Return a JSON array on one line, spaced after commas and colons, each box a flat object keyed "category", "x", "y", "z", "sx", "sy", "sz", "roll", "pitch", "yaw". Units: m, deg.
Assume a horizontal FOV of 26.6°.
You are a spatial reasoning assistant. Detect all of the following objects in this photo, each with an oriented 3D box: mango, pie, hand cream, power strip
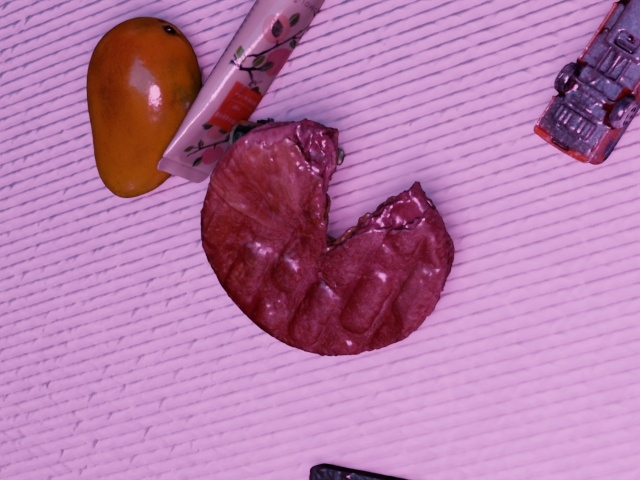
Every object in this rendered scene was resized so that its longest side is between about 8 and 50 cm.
[{"category": "mango", "x": -0.160, "y": -0.121, "z": 1.234, "sx": 0.111, "sy": 0.089, "sz": 0.163, "roll": -2, "pitch": 97, "yaw": 36}, {"category": "pie", "x": 0.000, "y": 0.000, "z": 1.142, "sx": 0.219, "sy": 0.054, "sz": 0.204, "roll": 45, "pitch": 123, "yaw": -3}, {"category": "hand cream", "x": -0.065, "y": -0.154, "z": 1.205, "sx": 0.050, "sy": 0.080, "sz": 0.234, "roll": 36, "pitch": 97, "yaw": 27}, {"category": "power strip", "x": 0.043, "y": 0.218, "z": 1.164, "sx": 0.111, "sy": 0.029, "sz": 0.037, "roll": 9, "pitch": 91, "yaw": 20}]

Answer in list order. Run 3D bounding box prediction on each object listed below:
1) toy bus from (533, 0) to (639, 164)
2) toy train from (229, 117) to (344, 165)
[{"category": "toy bus", "x": 0.247, "y": -0.149, "z": 1.072, "sx": 0.065, "sy": 0.077, "sz": 0.192, "roll": 36, "pitch": 99, "yaw": 22}, {"category": "toy train", "x": -0.033, "y": -0.083, "z": 1.190, "sx": 0.103, "sy": 0.064, "sz": 0.044, "roll": 14, "pitch": 94, "yaw": 22}]
